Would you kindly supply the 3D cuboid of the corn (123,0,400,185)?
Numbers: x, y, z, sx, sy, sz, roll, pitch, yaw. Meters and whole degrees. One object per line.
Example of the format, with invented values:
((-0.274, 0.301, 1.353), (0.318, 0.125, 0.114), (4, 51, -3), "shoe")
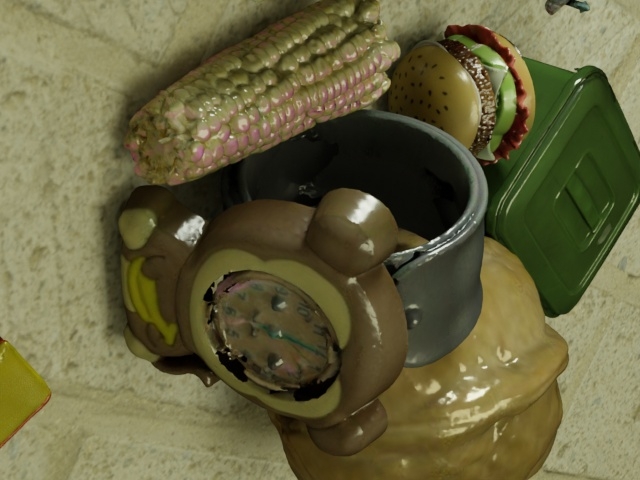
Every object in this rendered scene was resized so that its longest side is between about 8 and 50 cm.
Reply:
((-0.058, -0.155, 1.894), (0.335, 0.127, 0.126), (-27, 135, -38), "corn")

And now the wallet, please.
((-0.366, 0.200, 1.765), (0.241, 0.067, 0.141), (-51, 152, -11), "wallet")

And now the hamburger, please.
((0.153, -0.165, 2.158), (0.137, 0.175, 0.175), (-15, 127, -33), "hamburger")

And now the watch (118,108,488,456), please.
((0.000, 0.000, 1.943), (0.327, 0.335, 0.314), (-52, 151, -46), "watch")

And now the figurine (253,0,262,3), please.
((-0.033, -0.308, 1.781), (0.394, 0.226, 0.274), (-22, 159, -39), "figurine")

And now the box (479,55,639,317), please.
((0.266, -0.077, 2.368), (0.252, 0.178, 0.328), (-57, 146, -12), "box")

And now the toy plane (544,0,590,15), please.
((0.357, -0.350, 2.173), (0.104, 0.326, 0.223), (16, 100, -36), "toy plane")

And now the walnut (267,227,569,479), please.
((0.109, 0.164, 2.174), (0.381, 0.381, 0.381), (-35, 139, -37), "walnut")
